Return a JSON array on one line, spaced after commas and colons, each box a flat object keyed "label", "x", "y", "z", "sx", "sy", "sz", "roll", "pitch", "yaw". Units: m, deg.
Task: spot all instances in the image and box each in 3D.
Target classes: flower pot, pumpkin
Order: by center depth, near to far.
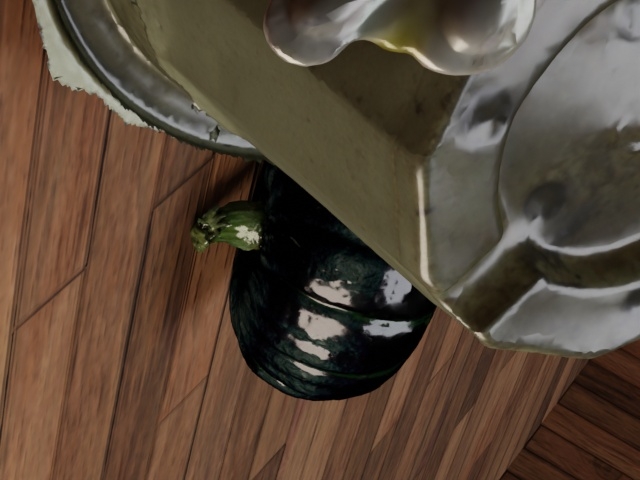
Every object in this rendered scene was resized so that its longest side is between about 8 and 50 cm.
[{"label": "flower pot", "x": 0.057, "y": -0.095, "z": 0.727, "sx": 0.290, "sy": 0.259, "sz": 0.290, "roll": -17, "pitch": 130, "yaw": -21}, {"label": "pumpkin", "x": 0.013, "y": 0.003, "z": 1.148, "sx": 0.194, "sy": 0.150, "sz": 0.194, "roll": -52, "pitch": 173, "yaw": -9}]

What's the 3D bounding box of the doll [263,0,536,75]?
[{"label": "doll", "x": 0.085, "y": -0.243, "z": 0.515, "sx": 0.348, "sy": 0.423, "sz": 0.161, "roll": -27, "pitch": -168, "yaw": -6}]
